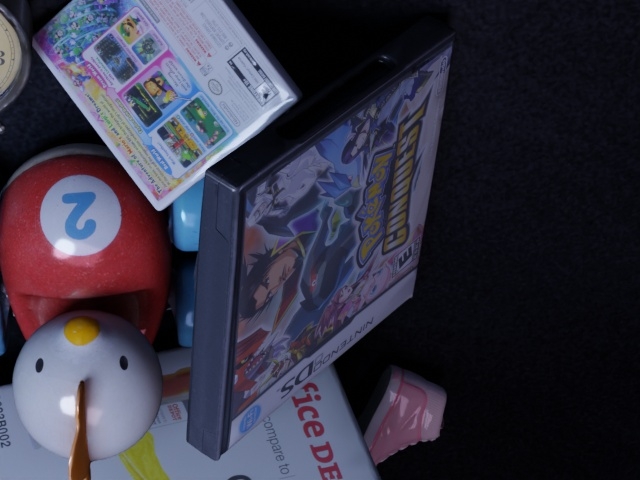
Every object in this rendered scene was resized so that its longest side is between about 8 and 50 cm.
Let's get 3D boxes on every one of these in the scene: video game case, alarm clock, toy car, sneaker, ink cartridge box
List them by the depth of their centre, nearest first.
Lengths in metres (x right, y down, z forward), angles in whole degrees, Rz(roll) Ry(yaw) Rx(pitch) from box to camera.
[{"bbox_3d":[-0.263,-0.158,1.385,0.129,0.064,0.192,7,135,-12],"label":"alarm clock"},{"bbox_3d":[-0.111,-0.123,1.408,0.143,0.019,0.157,-37,90,26],"label":"video game case"},{"bbox_3d":[0.000,0.000,1.467,0.035,0.248,0.275,32,138,25],"label":"video game case"},{"bbox_3d":[-0.175,0.071,1.491,0.219,0.238,0.210,-2,133,-4],"label":"toy car"},{"bbox_3d":[-0.144,0.241,1.585,0.385,0.279,0.160,-12,135,-11],"label":"ink cartridge box"},{"bbox_3d":[0.066,0.170,1.735,0.070,0.051,0.134,18,125,-14],"label":"sneaker"}]

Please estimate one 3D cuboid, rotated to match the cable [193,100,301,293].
[{"bbox_3d":[-0.032,-0.027,1.484,0.047,0.150,0.184,24,118,25],"label":"cable"}]
